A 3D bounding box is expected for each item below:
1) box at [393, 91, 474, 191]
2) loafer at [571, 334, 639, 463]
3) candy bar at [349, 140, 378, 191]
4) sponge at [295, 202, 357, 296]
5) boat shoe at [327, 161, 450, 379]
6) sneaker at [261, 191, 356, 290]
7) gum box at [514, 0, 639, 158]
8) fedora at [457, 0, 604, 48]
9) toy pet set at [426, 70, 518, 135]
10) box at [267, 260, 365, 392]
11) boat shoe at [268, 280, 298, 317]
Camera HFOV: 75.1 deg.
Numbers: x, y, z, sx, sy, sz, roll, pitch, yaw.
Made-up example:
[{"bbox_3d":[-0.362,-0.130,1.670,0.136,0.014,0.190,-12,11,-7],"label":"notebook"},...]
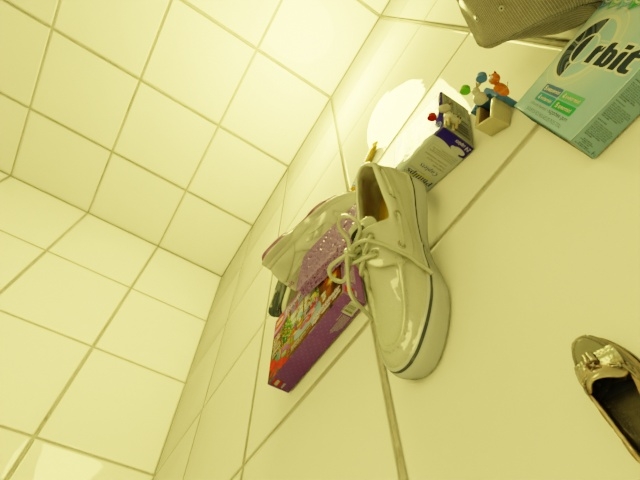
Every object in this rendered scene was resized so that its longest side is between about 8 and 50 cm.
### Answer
[{"bbox_3d":[0.203,-0.176,0.766,0.137,0.072,0.126,-47,20,43],"label":"box"},{"bbox_3d":[0.216,0.111,0.298,0.045,0.039,0.125,-55,17,26],"label":"loafer"},{"bbox_3d":[0.123,-0.207,1.171,0.162,0.018,0.040,-64,16,-9],"label":"candy bar"},{"bbox_3d":[0.022,0.019,0.876,0.210,0.031,0.117,-46,20,37],"label":"sponge"},{"bbox_3d":[0.085,0.012,0.621,0.136,0.156,0.368,-44,32,46],"label":"boat shoe"},{"bbox_3d":[0.000,0.000,1.067,0.305,0.152,0.114,-42,-3,-10],"label":"sneaker"},{"bbox_3d":[0.328,-0.202,0.470,0.184,0.041,0.157,-53,18,26],"label":"gum box"},{"bbox_3d":[0.291,-0.351,0.590,0.275,0.243,0.125,27,133,63],"label":"fedora"},{"bbox_3d":[0.244,-0.218,0.631,0.122,0.114,0.065,-28,46,62],"label":"toy pet set"},{"bbox_3d":[-0.015,0.160,0.908,0.293,0.057,0.201,-54,17,25],"label":"box"},{"bbox_3d":[-0.074,0.093,1.134,0.078,0.095,0.255,-1,62,31],"label":"boat shoe"}]
